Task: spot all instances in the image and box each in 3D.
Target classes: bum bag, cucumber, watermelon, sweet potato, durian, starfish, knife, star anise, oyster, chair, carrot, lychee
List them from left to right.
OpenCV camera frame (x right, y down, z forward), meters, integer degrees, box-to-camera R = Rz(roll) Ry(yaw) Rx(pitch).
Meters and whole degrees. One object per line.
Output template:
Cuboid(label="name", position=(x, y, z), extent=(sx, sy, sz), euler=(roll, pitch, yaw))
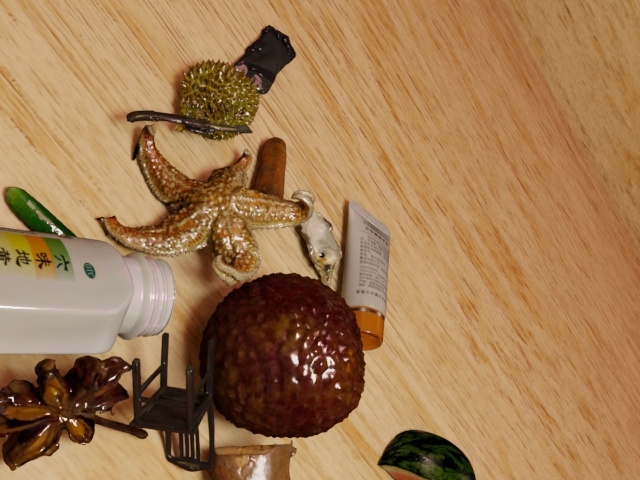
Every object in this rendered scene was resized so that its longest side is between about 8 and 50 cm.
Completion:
Cuboid(label="cucumber", position=(-0.368, -0.015, 0.811), extent=(0.155, 0.037, 0.037), euler=(48, 47, -21))
Cuboid(label="star anise", position=(-0.309, 0.218, 0.723), extent=(0.177, 0.073, 0.234), euler=(-22, 136, -27))
Cuboid(label="chair", position=(-0.189, 0.240, 0.783), extent=(0.101, 0.084, 0.212), euler=(-56, 151, -73))
Cuboid(label="knife", position=(-0.212, -0.190, 0.968), extent=(0.222, 0.021, 0.045), euler=(-1, 34, -39))
Cuboid(label="starfish", position=(-0.176, -0.070, 0.959), extent=(0.303, 0.113, 0.312), euler=(33, 48, 2))
Cuboid(label="durian", position=(-0.183, -0.246, 1.043), extent=(0.208, 0.102, 0.146), euler=(-45, 113, -41))
Cuboid(label="sweet potato", position=(-0.079, 0.463, 0.855), extent=(0.131, 0.131, 0.336), euler=(3, 72, -45))
Cuboid(label="bum bag", position=(-0.108, -0.369, 1.200), extent=(0.087, 0.049, 0.197), euler=(43, 49, -19))
Cuboid(label="carrot", position=(-0.092, -0.119, 1.113), extent=(0.060, 0.060, 0.186), euler=(32, 51, -33))
Cuboid(label="lychee", position=(-0.055, 0.170, 0.897), extent=(0.261, 0.261, 0.260), euler=(19, 62, -40))
Cuboid(label="oyster", position=(0.000, 0.000, 1.168), extent=(0.146, 0.045, 0.121), euler=(45, 51, -14))
Cuboid(label="watermelon", position=(0.224, 0.435, 1.182), extent=(0.193, 0.137, 0.145), euler=(21, 50, 12))

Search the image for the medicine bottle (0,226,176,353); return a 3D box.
Cuboid(label="medicine bottle", position=(-0.343, 0.058, 0.712), extent=(0.324, 0.179, 0.124), euler=(13, 110, -42))

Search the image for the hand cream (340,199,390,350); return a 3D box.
Cuboid(label="hand cream", position=(0.091, 0.062, 1.208), extent=(0.140, 0.089, 0.314), euler=(37, 47, -31))
